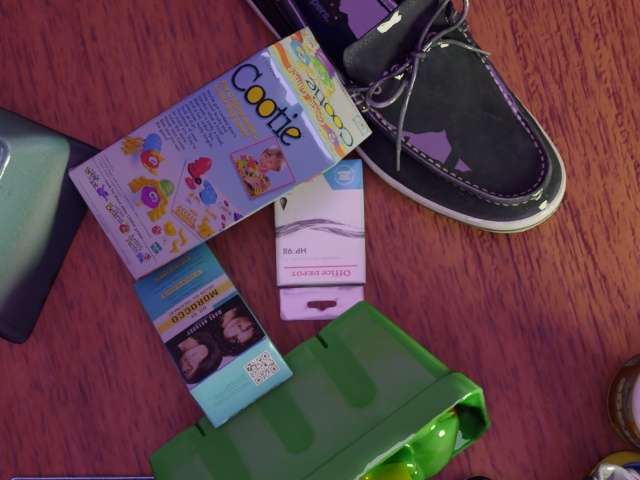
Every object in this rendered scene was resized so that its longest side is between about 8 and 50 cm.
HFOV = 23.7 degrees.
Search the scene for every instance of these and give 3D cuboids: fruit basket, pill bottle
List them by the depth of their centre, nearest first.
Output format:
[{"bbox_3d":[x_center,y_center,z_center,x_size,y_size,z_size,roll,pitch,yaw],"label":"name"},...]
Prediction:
[{"bbox_3d":[0.042,0.296,1.609,0.392,0.283,0.392,-3,72,8],"label":"fruit basket"},{"bbox_3d":[0.379,0.178,1.657,0.121,0.216,0.121,0,84,0],"label":"pill bottle"}]

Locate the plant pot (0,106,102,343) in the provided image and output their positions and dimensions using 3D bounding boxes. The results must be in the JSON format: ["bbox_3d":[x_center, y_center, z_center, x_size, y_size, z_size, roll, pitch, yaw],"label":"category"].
[{"bbox_3d":[-0.406,-0.051,1.661,0.247,0.252,0.248,24,84,3],"label":"plant pot"}]

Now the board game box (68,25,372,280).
[{"bbox_3d":[-0.107,-0.095,1.659,0.275,0.142,0.144,-29,96,24],"label":"board game box"}]

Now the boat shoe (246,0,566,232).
[{"bbox_3d":[0.084,-0.207,1.719,0.187,0.156,0.500,-41,86,-15],"label":"boat shoe"}]

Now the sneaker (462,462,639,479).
[{"bbox_3d":[0.265,0.292,1.642,0.268,0.101,0.153,33,116,40],"label":"sneaker"}]

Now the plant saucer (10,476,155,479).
[{"bbox_3d":[-0.258,0.303,1.743,0.192,0.018,0.067,0,84,1],"label":"plant saucer"}]

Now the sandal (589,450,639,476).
[{"bbox_3d":[0.412,0.377,1.679,0.126,0.138,0.317,-39,87,-6],"label":"sandal"}]

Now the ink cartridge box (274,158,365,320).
[{"bbox_3d":[0.000,0.000,1.752,0.104,0.060,0.180,-2,84,-1],"label":"ink cartridge box"}]

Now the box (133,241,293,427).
[{"bbox_3d":[-0.122,0.095,1.659,0.100,0.244,0.060,-34,123,-4],"label":"box"}]
